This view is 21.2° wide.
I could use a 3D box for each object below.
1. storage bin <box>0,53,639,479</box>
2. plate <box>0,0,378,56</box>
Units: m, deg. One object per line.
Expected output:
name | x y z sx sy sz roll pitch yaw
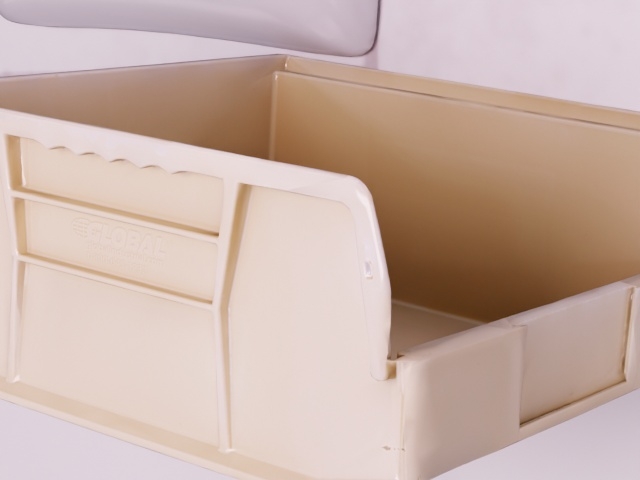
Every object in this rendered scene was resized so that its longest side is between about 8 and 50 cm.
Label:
storage bin | 0.000 0.000 0.741 0.260 0.262 0.123 12 105 35
plate | -0.086 -0.246 0.908 0.277 0.045 0.278 11 102 36
